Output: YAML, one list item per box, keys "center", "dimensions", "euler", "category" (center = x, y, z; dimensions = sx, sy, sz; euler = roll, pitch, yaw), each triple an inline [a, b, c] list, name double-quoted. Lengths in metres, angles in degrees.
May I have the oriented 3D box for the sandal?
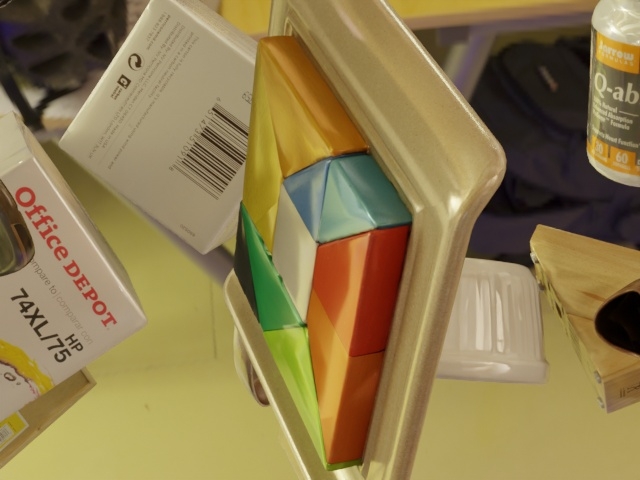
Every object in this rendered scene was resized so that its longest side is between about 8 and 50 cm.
- center: [-0.274, 0.002, 0.911]
  dimensions: [0.219, 0.090, 0.060]
  euler: [-14, 24, 49]
  category: "sandal"

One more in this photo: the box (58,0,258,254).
- center: [-0.119, -0.116, 1.223]
  dimensions: [0.182, 0.119, 0.181]
  euler: [37, 103, 3]
  category: "box"

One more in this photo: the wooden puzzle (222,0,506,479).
- center: [0.000, 0.000, 0.631]
  dimensions: [0.044, 0.239, 0.221]
  euler: [-4, 40, -23]
  category: "wooden puzzle"

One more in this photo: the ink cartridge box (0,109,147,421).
- center: [-0.336, 0.046, 1.184]
  dimensions: [0.270, 0.198, 0.197]
  euler: [-34, 24, -6]
  category: "ink cartridge box"

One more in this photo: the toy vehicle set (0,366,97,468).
- center: [-0.397, 0.196, 1.453]
  dimensions: [0.267, 0.166, 0.035]
  euler: [-42, 47, -20]
  category: "toy vehicle set"

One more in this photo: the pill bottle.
- center: [0.410, -0.218, 1.549]
  dimensions: [0.162, 0.279, 0.162]
  euler: [-4, 32, 3]
  category: "pill bottle"

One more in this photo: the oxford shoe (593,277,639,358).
- center: [0.211, 0.044, 0.647]
  dimensions: [0.076, 0.212, 0.076]
  euler: [-10, 86, -17]
  category: "oxford shoe"

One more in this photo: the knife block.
- center: [0.384, 0.070, 1.357]
  dimensions: [0.242, 0.088, 0.276]
  euler: [-23, 56, 0]
  category: "knife block"

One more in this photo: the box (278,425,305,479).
- center: [0.009, 0.182, 1.159]
  dimensions: [0.021, 0.165, 0.201]
  euler: [-7, 34, -22]
  category: "box"

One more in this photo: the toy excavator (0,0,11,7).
- center: [-0.324, -0.254, 0.760]
  dimensions: [0.433, 0.222, 0.445]
  euler: [-47, 36, -15]
  category: "toy excavator"

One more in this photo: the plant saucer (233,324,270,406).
- center: [-0.069, 0.099, 1.951]
  dimensions: [0.050, 0.311, 0.311]
  euler: [12, 61, 14]
  category: "plant saucer"

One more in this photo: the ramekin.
- center: [0.119, 0.086, 1.385]
  dimensions: [0.272, 0.273, 0.127]
  euler: [3, 86, 10]
  category: "ramekin"
